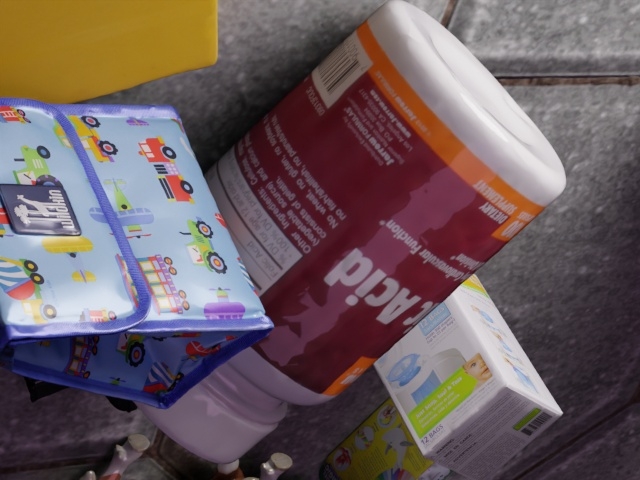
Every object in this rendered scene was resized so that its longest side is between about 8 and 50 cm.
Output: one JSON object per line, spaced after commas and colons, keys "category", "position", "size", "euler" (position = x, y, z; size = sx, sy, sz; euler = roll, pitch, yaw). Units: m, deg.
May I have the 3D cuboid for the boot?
{"category": "boot", "position": [-0.226, 0.125, 1.864], "size": [0.099, 0.045, 0.121], "euler": [-20, 132, -16]}

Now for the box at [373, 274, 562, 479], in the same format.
{"category": "box", "position": [0.126, 0.118, 1.950], "size": [0.114, 0.203, 0.103], "euler": [-43, 138, 16]}

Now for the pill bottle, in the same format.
{"category": "pill bottle", "position": [0.000, 0.000, 1.733], "size": [0.392, 0.224, 0.224], "euler": [-43, 139, 14]}

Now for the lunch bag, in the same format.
{"category": "lunch bag", "position": [-0.209, 0.002, 1.547], "size": [0.138, 0.221, 0.293], "euler": [-37, 155, 28]}

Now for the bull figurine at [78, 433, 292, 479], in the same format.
{"category": "bull figurine", "position": [-0.126, 0.281, 2.047], "size": [0.310, 0.101, 0.188], "euler": [-10, 132, -26]}

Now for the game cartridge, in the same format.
{"category": "game cartridge", "position": [-0.234, -0.213, 1.513], "size": [0.324, 0.052, 0.285], "euler": [-17, 138, -19]}

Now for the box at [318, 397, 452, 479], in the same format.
{"category": "box", "position": [0.082, 0.229, 2.115], "size": [0.179, 0.105, 0.043], "euler": [-43, 138, 15]}
